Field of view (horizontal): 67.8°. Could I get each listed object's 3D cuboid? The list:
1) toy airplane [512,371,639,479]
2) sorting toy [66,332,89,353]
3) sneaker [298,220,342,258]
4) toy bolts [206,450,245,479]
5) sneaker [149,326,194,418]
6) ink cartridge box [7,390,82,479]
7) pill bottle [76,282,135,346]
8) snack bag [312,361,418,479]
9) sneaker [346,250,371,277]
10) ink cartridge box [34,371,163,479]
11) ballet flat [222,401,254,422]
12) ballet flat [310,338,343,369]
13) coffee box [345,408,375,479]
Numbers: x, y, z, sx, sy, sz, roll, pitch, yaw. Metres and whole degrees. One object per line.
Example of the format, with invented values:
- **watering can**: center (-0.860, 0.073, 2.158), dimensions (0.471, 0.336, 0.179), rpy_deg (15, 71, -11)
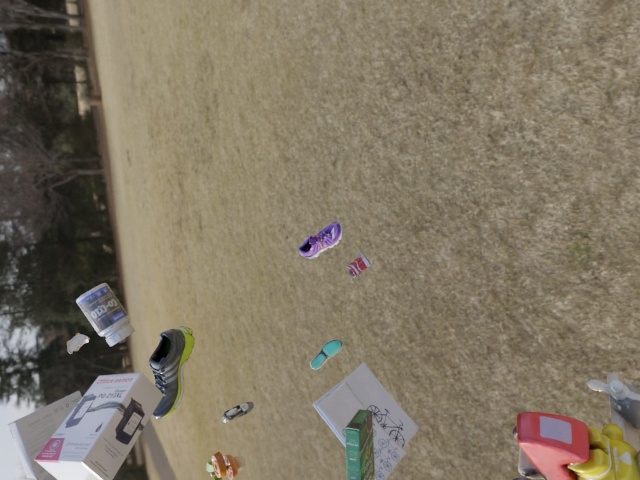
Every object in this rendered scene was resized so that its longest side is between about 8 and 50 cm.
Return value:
- **toy airplane**: center (0.594, 0.465, 0.904), dimensions (0.272, 0.383, 0.386), rpy_deg (-56, 50, 45)
- **sorting toy**: center (-0.934, 0.400, 1.843), dimensions (0.045, 0.083, 0.075), rpy_deg (41, 159, 16)
- **sneaker**: center (0.000, 0.000, 1.541), dimensions (0.170, 0.071, 0.068), rpy_deg (-40, 59, 18)
- **toy bolts**: center (-0.353, 0.978, 1.978), dimensions (0.229, 0.158, 0.218), rpy_deg (55, 140, 34)
- **sneaker**: center (-0.514, 0.428, 1.562), dimensions (0.110, 0.121, 0.300), rpy_deg (3, 77, 28)
- **ink cartridge box**: center (-0.792, 0.605, 1.440), dimensions (0.045, 0.223, 0.224), rpy_deg (-25, 86, 23)
- **pill bottle**: center (-0.507, 0.177, 1.130), dimensions (0.137, 0.078, 0.078), rpy_deg (57, 152, -4)
- **snack bag**: center (0.175, 0.606, 1.629), dimensions (0.323, 0.342, 0.037), rpy_deg (48, 124, 16)
- **sneaker**: center (0.106, 0.069, 1.365), dimensions (0.042, 0.067, 0.118), rpy_deg (53, -177, -5)
- **ink cartridge box**: center (-0.516, 0.440, 1.133), dimensions (0.171, 0.237, 0.100), rpy_deg (-12, 122, 27)
- **ballet flat**: center (-0.267, 0.555, 1.554), dimensions (0.041, 0.114, 0.041), rpy_deg (36, 136, 44)
- **ballet flat**: center (0.022, 0.424, 1.812), dimensions (0.168, 0.052, 0.057), rpy_deg (-43, 87, 17)
- **coffee box**: center (0.098, 0.522, 1.159), dimensions (0.040, 0.113, 0.185), rpy_deg (0, 94, 23)
